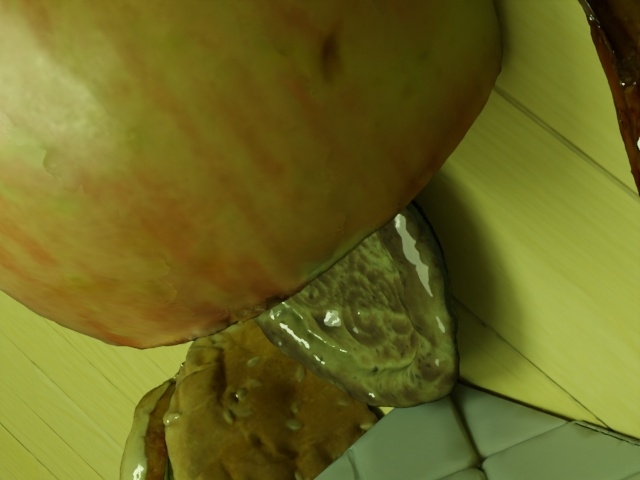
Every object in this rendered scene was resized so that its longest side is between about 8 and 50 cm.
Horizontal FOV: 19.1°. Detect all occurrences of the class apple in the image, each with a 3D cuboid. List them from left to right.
[{"bbox_3d":[-0.093,-0.132,0.992,0.309,0.314,0.252,51,-169,-29],"label":"apple"}]

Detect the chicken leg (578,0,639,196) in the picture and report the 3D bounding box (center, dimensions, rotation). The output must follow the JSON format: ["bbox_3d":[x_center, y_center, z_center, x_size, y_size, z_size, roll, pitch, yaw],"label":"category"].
[{"bbox_3d":[0.151,-0.080,0.874,0.304,0.093,0.113,54,164,4],"label":"chicken leg"}]

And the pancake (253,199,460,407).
[{"bbox_3d":[0.001,0.000,1.212,0.250,0.031,0.250,38,144,35],"label":"pancake"}]

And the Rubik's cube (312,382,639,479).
[{"bbox_3d":[0.103,0.256,1.187,0.221,0.231,0.225,17,138,49],"label":"Rubik's cube"}]

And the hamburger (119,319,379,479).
[{"bbox_3d":[-0.028,0.232,1.380,0.330,0.209,0.162,48,153,3],"label":"hamburger"}]
